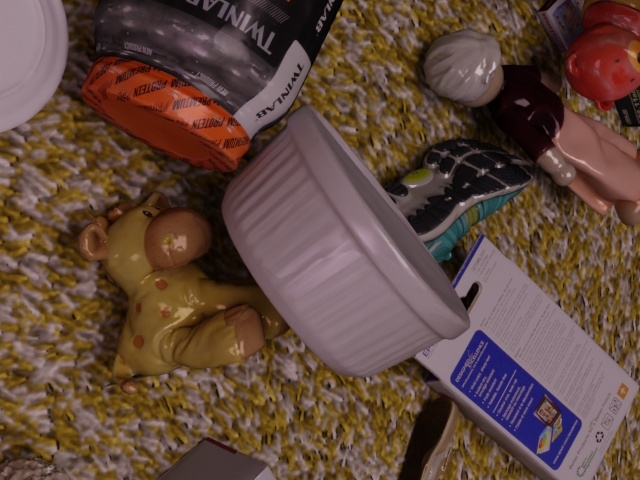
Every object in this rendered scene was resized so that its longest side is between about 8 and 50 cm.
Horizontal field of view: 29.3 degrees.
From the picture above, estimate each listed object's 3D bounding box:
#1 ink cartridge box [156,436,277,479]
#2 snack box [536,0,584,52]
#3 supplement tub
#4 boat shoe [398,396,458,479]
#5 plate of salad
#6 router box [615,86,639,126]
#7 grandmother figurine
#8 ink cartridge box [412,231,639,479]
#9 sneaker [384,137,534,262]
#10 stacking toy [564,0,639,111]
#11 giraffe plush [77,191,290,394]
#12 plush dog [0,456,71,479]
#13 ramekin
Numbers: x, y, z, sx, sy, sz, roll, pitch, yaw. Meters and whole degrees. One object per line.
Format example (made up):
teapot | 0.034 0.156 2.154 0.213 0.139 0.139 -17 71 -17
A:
ink cartridge box | -0.091 0.322 1.272 0.127 0.128 0.176 -40 117 -25
snack box | 0.350 -0.320 1.575 0.178 0.022 0.064 -45 117 -23
supplement tub | -0.081 -0.250 1.169 0.207 0.207 0.338 31 77 -33
boat shoe | 0.136 0.254 1.476 0.045 0.050 0.135 22 93 -38
plate of salad | -0.324 -0.191 1.104 0.199 0.048 0.200 5 82 -36
router box | 0.425 -0.209 1.596 0.038 0.092 0.122 -38 115 -31
grandmother figurine | 0.266 -0.139 1.471 0.342 0.208 0.104 30 115 -23
ink cartridge box | 0.250 0.160 1.533 0.371 0.069 0.176 42 72 -33
sneaker | 0.141 -0.036 1.430 0.275 0.107 0.110 -29 145 -36
stacking toy | 0.314 -0.295 1.385 0.309 0.279 0.130 40 69 -16
giraffe plush | -0.146 0.037 1.206 0.210 0.181 0.171 -19 97 4
plush dog | -0.242 0.358 1.110 0.210 0.225 0.262 -41 116 -25
ramekin | 0.017 0.010 1.184 0.127 0.273 0.273 -36 119 9
